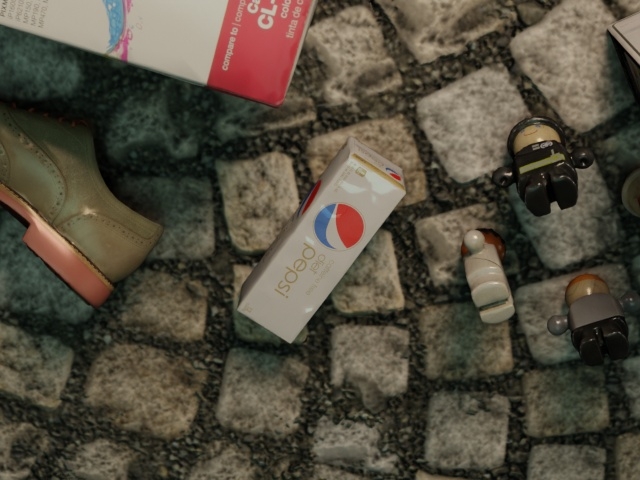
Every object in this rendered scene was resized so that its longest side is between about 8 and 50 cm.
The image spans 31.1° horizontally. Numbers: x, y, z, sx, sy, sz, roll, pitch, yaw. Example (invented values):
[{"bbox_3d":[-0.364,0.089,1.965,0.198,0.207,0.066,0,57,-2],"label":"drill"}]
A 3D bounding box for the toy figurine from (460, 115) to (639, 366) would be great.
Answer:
[{"bbox_3d":[0.255,0.000,1.180,0.213,0.148,0.210,19,118,-9],"label":"toy figurine"}]

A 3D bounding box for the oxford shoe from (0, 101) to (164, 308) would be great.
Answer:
[{"bbox_3d":[-0.307,-0.095,1.187,0.130,0.123,0.348,-43,106,-10],"label":"oxford shoe"}]

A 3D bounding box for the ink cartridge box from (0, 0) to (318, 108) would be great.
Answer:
[{"bbox_3d":[-0.156,-0.245,1.037,0.306,0.226,0.131,18,112,-6],"label":"ink cartridge box"}]

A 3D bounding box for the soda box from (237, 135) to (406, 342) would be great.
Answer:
[{"bbox_3d":[0.000,0.000,1.222,0.074,0.069,0.216,32,110,-12],"label":"soda box"}]

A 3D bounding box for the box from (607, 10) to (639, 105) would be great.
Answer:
[{"bbox_3d":[0.374,-0.156,1.023,0.169,0.290,0.087,-23,111,12],"label":"box"}]
